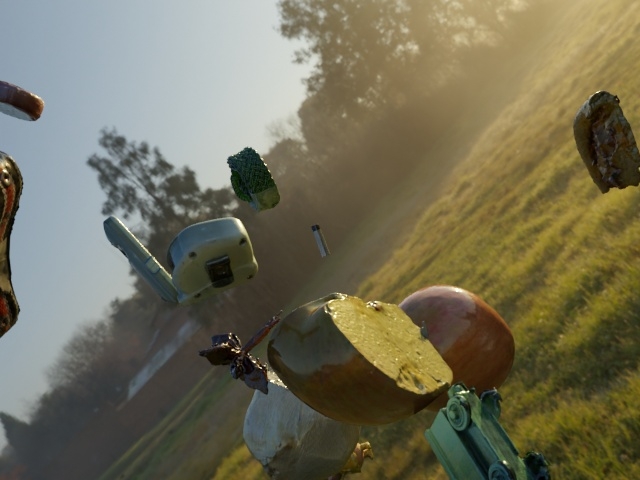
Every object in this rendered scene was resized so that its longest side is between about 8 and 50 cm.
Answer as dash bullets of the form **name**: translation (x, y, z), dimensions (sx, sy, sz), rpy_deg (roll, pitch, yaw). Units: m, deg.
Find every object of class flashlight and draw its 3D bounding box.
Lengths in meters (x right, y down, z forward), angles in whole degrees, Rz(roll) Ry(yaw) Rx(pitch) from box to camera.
- **flashlight**: translation (0.000, 0.000, 1.529), dimensions (0.018, 0.083, 0.018), rpy_deg (-22, -2, 37)

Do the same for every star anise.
- **star anise**: translation (-0.137, 0.198, 1.173), dimensions (0.144, 0.158, 0.140), rpy_deg (-52, 11, 6)

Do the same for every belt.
- **belt**: translation (-0.549, 0.022, 0.981), dimensions (0.094, 0.126, 0.360), rpy_deg (-64, -3, -60)
- **belt**: translation (-0.158, -0.131, 1.366), dimensions (0.079, 0.151, 0.121), rpy_deg (-35, 30, -14)

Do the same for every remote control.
- **remote control**: translation (-0.546, 0.070, 1.871), dimensions (0.065, 0.335, 0.128), rpy_deg (-43, 1, -18)

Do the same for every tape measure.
- **tape measure**: translation (-0.304, 0.063, 1.681), dimensions (0.243, 0.125, 0.246), rpy_deg (-22, -36, -11)

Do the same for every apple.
- **apple**: translation (0.068, 0.227, 1.157), dimensions (0.313, 0.253, 0.309), rpy_deg (-4, -7, 39)
- **apple**: translation (0.347, 0.313, 1.730), dimensions (0.364, 0.364, 0.364), rpy_deg (-47, 2, 3)

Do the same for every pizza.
- **pizza**: translation (0.649, -0.203, 1.373), dimensions (0.073, 0.182, 0.365), rpy_deg (-34, -32, 7)

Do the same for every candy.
- **candy**: translation (-0.560, -0.254, 1.106), dimensions (0.103, 0.103, 0.043), rpy_deg (145, 143, -78)

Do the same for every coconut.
- **coconut**: translation (-0.048, 0.543, 1.786), dimensions (0.346, 0.346, 0.361), rpy_deg (-43, 30, 57)

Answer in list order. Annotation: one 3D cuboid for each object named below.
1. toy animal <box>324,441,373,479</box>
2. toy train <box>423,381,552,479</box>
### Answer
- **toy animal**: translation (0.077, 0.799, 2.220), dimensions (0.229, 0.156, 0.156), rpy_deg (-15, 2, -2)
- **toy train**: translation (0.343, 0.451, 1.270), dimensions (0.120, 0.301, 0.203), rpy_deg (-7, -48, -25)
